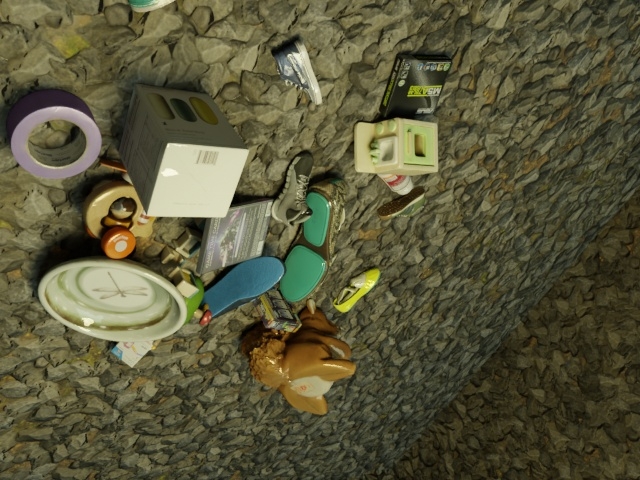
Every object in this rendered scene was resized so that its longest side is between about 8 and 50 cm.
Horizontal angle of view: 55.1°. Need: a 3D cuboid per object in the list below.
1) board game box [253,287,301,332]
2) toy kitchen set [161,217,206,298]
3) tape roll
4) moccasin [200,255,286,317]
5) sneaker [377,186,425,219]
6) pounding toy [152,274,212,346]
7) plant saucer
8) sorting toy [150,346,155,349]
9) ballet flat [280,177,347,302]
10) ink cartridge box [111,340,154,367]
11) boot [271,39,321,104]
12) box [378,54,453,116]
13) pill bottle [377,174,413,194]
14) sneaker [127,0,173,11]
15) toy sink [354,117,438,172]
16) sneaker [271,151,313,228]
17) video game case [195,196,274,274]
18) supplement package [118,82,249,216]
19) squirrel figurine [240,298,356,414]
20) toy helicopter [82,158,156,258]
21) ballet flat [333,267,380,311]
[{"bbox_3d":[-0.158,0.234,2.118,0.141,0.170,0.048,17,120,-44],"label":"board game box"},{"bbox_3d":[-0.340,0.046,1.794,0.207,0.166,0.122,-43,141,11],"label":"toy kitchen set"},{"bbox_3d":[-0.599,-0.238,1.382,0.189,0.080,0.189,-20,140,-18],"label":"tape roll"},{"bbox_3d":[-0.257,0.142,2.003,0.342,0.138,0.117,-25,172,16],"label":"moccasin"},{"bbox_3d":[0.294,-0.108,2.176,0.192,0.064,0.086,-31,137,-11],"label":"sneaker"},{"bbox_3d":[-0.403,0.229,1.909,0.110,0.183,0.237,32,122,-11],"label":"pounding toy"},{"bbox_3d":[-0.570,0.146,1.718,0.400,0.101,0.400,0,141,0],"label":"plant saucer"},{"bbox_3d":[-0.579,0.322,2.018,0.083,0.045,0.075,-13,118,-25],"label":"sorting toy"},{"bbox_3d":[0.000,0.000,2.026,0.182,0.164,0.483,-33,149,-46],"label":"ballet flat"},{"bbox_3d":[-0.594,0.330,1.965,0.088,0.052,0.122,42,102,-13],"label":"ink cartridge box"},{"bbox_3d":[-0.061,-0.425,1.600,0.086,0.069,0.190,-25,133,-2],"label":"boot"},{"bbox_3d":[0.283,-0.458,1.823,0.190,0.045,0.184,-8,132,-29],"label":"box"},{"bbox_3d":[0.246,-0.213,2.016,0.086,0.086,0.152,-41,142,8],"label":"pill bottle"},{"bbox_3d":[-0.284,-0.590,1.232,0.302,0.108,0.121,-41,141,-5],"label":"sneaker"},{"bbox_3d":[0.233,-0.282,1.849,0.234,0.131,0.153,0,89,-35],"label":"toy sink"},{"bbox_3d":[-0.052,-0.137,1.823,0.086,0.132,0.229,6,117,-45],"label":"sneaker"},{"bbox_3d":[-0.245,-0.018,1.797,0.274,0.026,0.196,-17,128,-54],"label":"video game case"},{"bbox_3d":[-0.332,-0.211,1.454,0.199,0.263,0.198,0,130,-36],"label":"supplement package"},{"bbox_3d":[-0.086,0.377,2.225,0.396,0.370,0.281,13,127,-9],"label":"squirrel figurine"},{"bbox_3d":[-0.447,-0.118,1.611,0.355,0.140,0.235,-21,132,-34],"label":"toy helicopter"},{"bbox_3d":[0.134,0.187,2.366,0.077,0.077,0.231,29,113,-31],"label":"ballet flat"}]
